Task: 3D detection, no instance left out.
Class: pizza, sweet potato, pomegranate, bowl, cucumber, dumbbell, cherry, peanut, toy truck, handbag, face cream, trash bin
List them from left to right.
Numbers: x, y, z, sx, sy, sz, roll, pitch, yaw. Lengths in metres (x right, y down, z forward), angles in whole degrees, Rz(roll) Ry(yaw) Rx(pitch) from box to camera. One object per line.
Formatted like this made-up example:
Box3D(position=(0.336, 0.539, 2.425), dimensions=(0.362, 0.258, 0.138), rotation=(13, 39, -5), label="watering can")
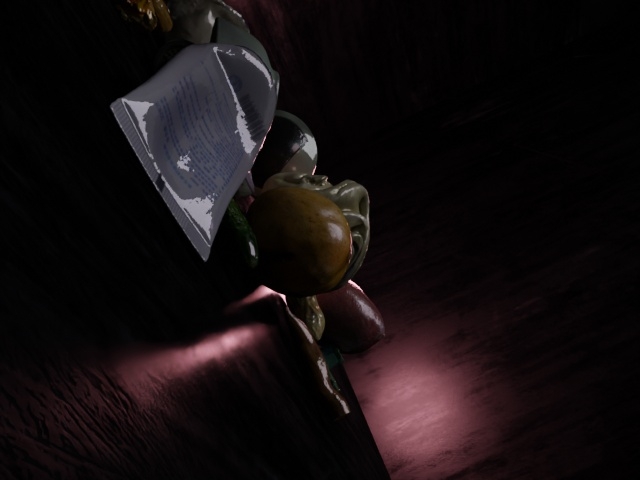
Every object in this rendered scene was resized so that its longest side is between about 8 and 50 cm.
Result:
Box3D(position=(-0.381, -0.536, 1.137), dimensions=(0.226, 0.086, 0.336), rotation=(-120, -173, -75), label="pizza")
Box3D(position=(-0.407, -0.572, 1.452), dimensions=(0.194, 0.069, 0.154), rotation=(58, -4, 34), label="pizza")
Box3D(position=(-0.285, -0.340, 1.340), dimensions=(0.254, 0.110, 0.110), rotation=(-161, -134, -82), label="dumbbell")
Box3D(position=(-0.166, -0.176, 0.974), dimensions=(0.420, 0.137, 0.235), rotation=(-75, 145, -56), label="face cream")
Box3D(position=(-0.164, -0.036, 1.130), dimensions=(0.227, 0.069, 0.069), rotation=(61, -3, 36), label="cucumber")
Box3D(position=(-0.226, -0.205, 1.656), dimensions=(0.117, 0.095, 0.173), rotation=(72, -3, -57), label="handbag")
Box3D(position=(-0.169, -0.306, 1.350), dimensions=(0.289, 0.146, 0.290), rotation=(-173, -90, -75), label="bowl")
Box3D(position=(-0.154, -0.257, 2.127), dimensions=(0.432, 0.280, 0.281), rotation=(122, -56, -86), label="trash bin")
Box3D(position=(-0.053, 0.001, 1.427), dimensions=(0.260, 0.260, 0.261), rotation=(155, -90, -90), label="pomegranate")
Box3D(position=(-0.044, 0.194, 1.826), dimensions=(0.099, 0.090, 0.214), rotation=(85, -16, -51), label="peanut")
Box3D(position=(-0.019, 0.285, 1.495), dimensions=(0.067, 0.059, 0.281), rotation=(1, 54, -51), label="sweet potato")
Box3D(position=(0.033, 0.375, 1.884), dimensions=(0.067, 0.081, 0.175), rotation=(63, 1, -27), label="toy truck")
Box3D(position=(0.063, 0.239, 2.021), dimensions=(0.307, 0.221, 0.261), rotation=(29, -21, 24), label="cherry")

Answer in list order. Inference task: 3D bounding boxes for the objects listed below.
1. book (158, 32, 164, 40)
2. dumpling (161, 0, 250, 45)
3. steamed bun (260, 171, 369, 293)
Box3D(position=(-0.412, -0.534, 1.844), dimensions=(0.191, 0.025, 0.269), rotation=(-114, 180, -46), label="book")
Box3D(position=(-0.292, -0.507, 1.681), dimensions=(0.243, 0.226, 0.175), rotation=(86, -17, -68), label="dumpling")
Box3D(position=(0.000, 0.000, 1.743), dimensions=(0.394, 0.346, 0.237), rotation=(43, 19, -35), label="steamed bun")
